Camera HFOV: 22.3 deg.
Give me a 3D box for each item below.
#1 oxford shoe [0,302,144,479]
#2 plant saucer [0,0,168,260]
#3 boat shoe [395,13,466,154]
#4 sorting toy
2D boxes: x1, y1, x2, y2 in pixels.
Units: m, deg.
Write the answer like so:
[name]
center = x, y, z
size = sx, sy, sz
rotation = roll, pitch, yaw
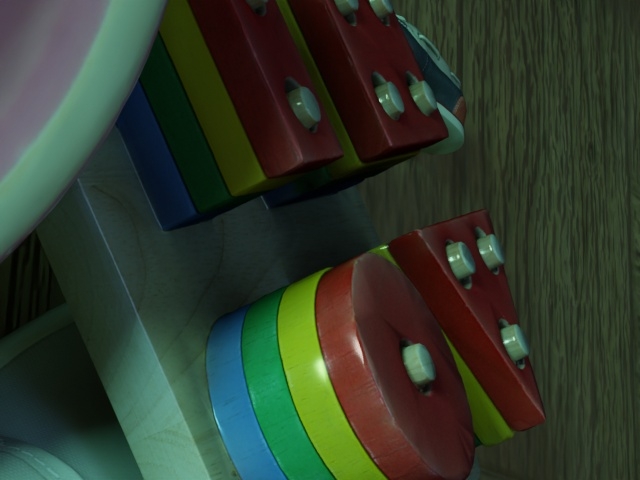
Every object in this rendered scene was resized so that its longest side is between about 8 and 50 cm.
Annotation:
[oxford shoe]
center = -0.104, 0.162, 0.508
size = 0.169, 0.130, 0.449
rotation = 63, 34, -19
[plant saucer]
center = -0.153, -0.090, 0.391
size = 0.332, 0.084, 0.332
rotation = -22, 126, -34
[boat shoe]
center = 0.040, -0.096, 0.870
size = 0.137, 0.049, 0.043
rotation = 42, 46, -48
[sorting toy]
center = 0.000, 0.000, 0.649
size = 0.255, 0.089, 0.257
rotation = 66, 21, 3
